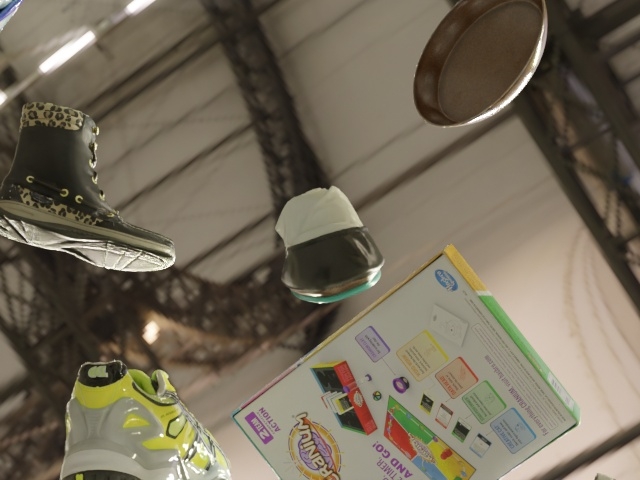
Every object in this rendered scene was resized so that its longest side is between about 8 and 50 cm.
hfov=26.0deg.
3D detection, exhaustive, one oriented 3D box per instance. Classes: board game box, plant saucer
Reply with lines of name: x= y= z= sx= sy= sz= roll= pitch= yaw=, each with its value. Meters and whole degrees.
board game box: x=0.093 y=0.194 z=1.560 sx=0.316 sy=0.242 sz=0.064 roll=-38 pitch=179 yaw=14
plant saucer: x=0.159 y=-0.178 z=1.342 sx=0.168 sy=0.029 sz=0.168 roll=-35 pitch=-141 yaw=34

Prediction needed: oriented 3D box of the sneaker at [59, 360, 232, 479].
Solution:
sneaker: x=-0.184 y=0.223 z=1.588 sx=0.145 sy=0.385 sz=0.147 roll=-2 pitch=-101 yaw=7

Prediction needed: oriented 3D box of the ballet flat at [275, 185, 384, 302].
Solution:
ballet flat: x=0.000 y=0.000 z=1.324 sx=0.095 sy=0.096 sz=0.280 roll=-18 pitch=-177 yaw=-2

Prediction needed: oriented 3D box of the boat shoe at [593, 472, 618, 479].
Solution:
boat shoe: x=0.269 y=0.282 z=1.404 sx=0.100 sy=0.035 sz=0.035 roll=-63 pitch=-178 yaw=2

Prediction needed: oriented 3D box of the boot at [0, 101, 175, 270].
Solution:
boot: x=-0.285 y=-0.068 z=1.745 sx=0.085 sy=0.236 sz=0.179 roll=136 pitch=-35 yaw=-56

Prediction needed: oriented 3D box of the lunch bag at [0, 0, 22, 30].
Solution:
lunch bag: x=-0.311 y=-0.136 z=0.980 sx=0.219 sy=0.090 sz=0.176 roll=-48 pitch=-174 yaw=-40
